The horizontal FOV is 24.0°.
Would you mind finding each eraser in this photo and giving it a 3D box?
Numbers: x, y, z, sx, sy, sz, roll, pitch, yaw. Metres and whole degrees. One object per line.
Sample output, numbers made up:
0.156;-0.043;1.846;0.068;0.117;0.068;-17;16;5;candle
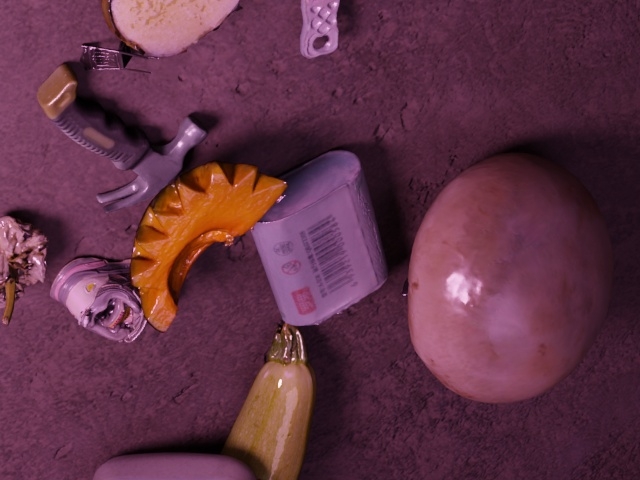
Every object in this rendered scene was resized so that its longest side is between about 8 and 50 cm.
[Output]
0.000;0.000;2.066;0.174;0.081;0.227;-30;138;-12;eraser

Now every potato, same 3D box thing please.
-0.163;-0.305;1.680;0.164;0.081;0.200;32;103;-38;potato

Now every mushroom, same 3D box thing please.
0.249;0.049;2.172;0.362;0.295;0.362;-12;107;-43;mushroom

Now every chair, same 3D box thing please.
-0.232;-0.218;1.748;0.086;0.042;0.037;6;135;8;chair

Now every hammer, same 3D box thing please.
-0.254;-0.126;1.808;0.159;0.041;0.226;-45;139;7;hammer

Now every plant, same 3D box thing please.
-0.380;0.039;1.821;0.104;0.122;0.116;13;127;-28;plant

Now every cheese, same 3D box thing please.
-0.015;-0.324;1.768;0.163;0.071;0.249;-1;129;-34;cheese

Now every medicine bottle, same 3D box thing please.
-0.200;0.457;2.257;0.282;0.123;0.375;0;136;7;medicine bottle

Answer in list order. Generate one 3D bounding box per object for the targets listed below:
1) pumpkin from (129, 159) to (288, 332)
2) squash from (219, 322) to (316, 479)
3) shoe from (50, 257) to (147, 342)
-0.174;-0.030;1.904;0.130;0.149;0.254;33;105;-26;pumpkin
-0.056;0.255;2.225;0.137;0.137;0.287;1;126;-34;squash
-0.257;0.080;1.955;0.180;0.092;0.089;11;121;-41;shoe
